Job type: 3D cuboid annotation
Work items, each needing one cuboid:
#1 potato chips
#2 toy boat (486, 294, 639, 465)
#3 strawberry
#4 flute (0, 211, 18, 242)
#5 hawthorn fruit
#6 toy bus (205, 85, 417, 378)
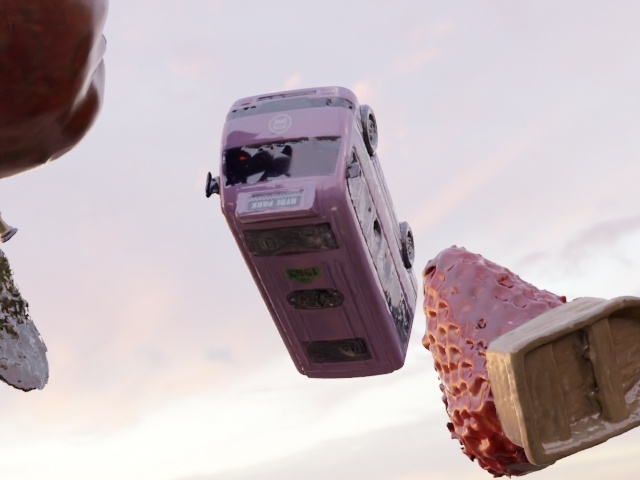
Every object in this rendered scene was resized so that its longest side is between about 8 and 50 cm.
[{"bbox_3d":[-0.262,0.039,0.824,0.026,0.209,0.142,-13,29,25],"label":"potato chips"},{"bbox_3d":[0.234,0.108,1.004,0.188,0.116,0.061,-18,11,-21],"label":"toy boat"},{"bbox_3d":[0.185,0.115,1.195,0.205,0.244,0.205,-32,-21,-13],"label":"strawberry"},{"bbox_3d":[-0.409,-0.094,1.274,0.027,0.233,0.027,-27,23,13],"label":"flute"},{"bbox_3d":[-0.232,-0.128,0.601,0.248,0.208,0.208,-7,-13,-28],"label":"hawthorn fruit"},{"bbox_3d":[0.000,0.000,0.761,0.096,0.108,0.199,-5,-43,16],"label":"toy bus"}]
